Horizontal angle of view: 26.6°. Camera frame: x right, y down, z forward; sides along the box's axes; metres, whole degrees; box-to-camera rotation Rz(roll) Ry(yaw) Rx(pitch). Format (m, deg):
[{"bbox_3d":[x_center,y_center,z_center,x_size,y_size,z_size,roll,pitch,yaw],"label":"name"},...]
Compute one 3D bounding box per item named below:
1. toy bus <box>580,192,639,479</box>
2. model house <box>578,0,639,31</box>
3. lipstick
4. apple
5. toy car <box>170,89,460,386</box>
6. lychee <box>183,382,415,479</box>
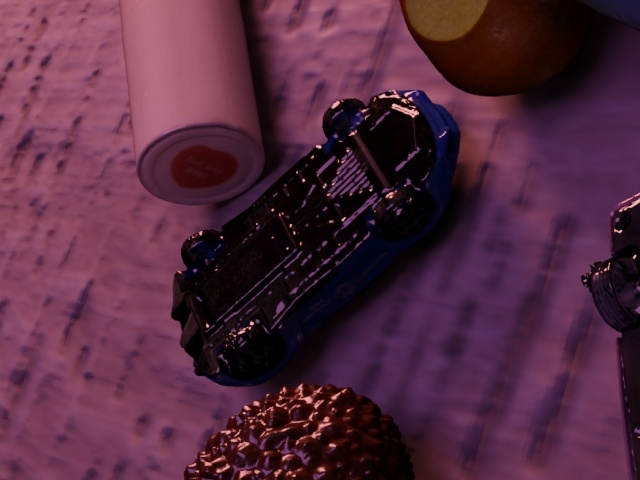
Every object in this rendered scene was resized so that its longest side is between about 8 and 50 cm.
[{"bbox_3d":[0.182,0.069,0.559,0.096,0.108,0.198,-27,50,39],"label":"toy bus"},{"bbox_3d":[0.210,-0.203,0.585,0.237,0.215,0.303,-56,40,-2],"label":"model house"},{"bbox_3d":[-0.103,-0.179,0.983,0.087,0.087,0.326,-34,49,29],"label":"lipstick"},{"bbox_3d":[0.098,-0.136,0.756,0.102,0.099,0.114,-26,79,44],"label":"apple"},{"bbox_3d":[0.000,0.000,0.808,0.216,0.063,0.103,-41,46,14],"label":"toy car"},{"bbox_3d":[-0.013,0.139,0.707,0.123,0.129,0.123,22,123,39],"label":"lychee"}]
